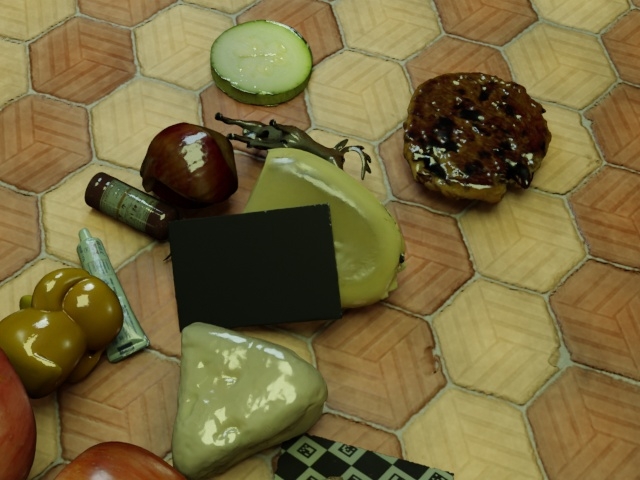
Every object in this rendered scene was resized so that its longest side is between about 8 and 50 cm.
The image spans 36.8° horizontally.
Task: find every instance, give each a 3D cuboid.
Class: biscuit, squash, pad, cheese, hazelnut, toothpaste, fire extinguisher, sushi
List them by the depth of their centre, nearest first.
[{"bbox_3d":[0.062,0.399,1.485,0.290,0.050,0.264,12,35,5],"label":"sushi"},{"bbox_3d":[-0.117,0.274,1.541,0.248,0.173,0.251,5,57,11],"label":"cheese"},{"bbox_3d":[-0.117,0.050,1.668,0.300,0.005,0.202,-7,90,14],"label":"pad"},{"bbox_3d":[0.000,0.000,1.698,0.316,0.128,0.259,27,102,4],"label":"cheese"},{"bbox_3d":[-0.383,0.089,1.718,0.069,0.047,0.268,-11,60,-31],"label":"toothpaste"},{"bbox_3d":[-0.242,-0.137,1.791,0.170,0.202,0.160,13,85,-21],"label":"hazelnut"},{"bbox_3d":[-0.333,-0.039,1.792,0.231,0.071,0.099,27,89,12],"label":"fire extinguisher"},{"bbox_3d":[0.306,-0.202,1.906,0.289,0.081,0.334,16,55,8],"label":"biscuit"},{"bbox_3d":[-0.122,-0.375,2.022,0.219,0.041,0.219,4,57,-5],"label":"squash"}]

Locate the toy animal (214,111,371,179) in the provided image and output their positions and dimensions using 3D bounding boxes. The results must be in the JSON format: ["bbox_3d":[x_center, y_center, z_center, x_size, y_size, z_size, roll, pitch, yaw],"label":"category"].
[{"bbox_3d":[-0.050,-0.187,1.820,0.243,0.260,0.087,29,101,35],"label":"toy animal"}]

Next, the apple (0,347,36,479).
[{"bbox_3d":[-0.609,0.289,1.395,0.364,0.364,0.364,1,58,-2],"label":"apple"}]

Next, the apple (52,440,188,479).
[{"bbox_3d":[-0.284,0.422,1.407,0.241,0.242,0.242,24,60,5],"label":"apple"}]

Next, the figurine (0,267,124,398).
[{"bbox_3d":[-0.444,0.161,1.586,0.215,0.215,0.228,16,39,8],"label":"figurine"}]
